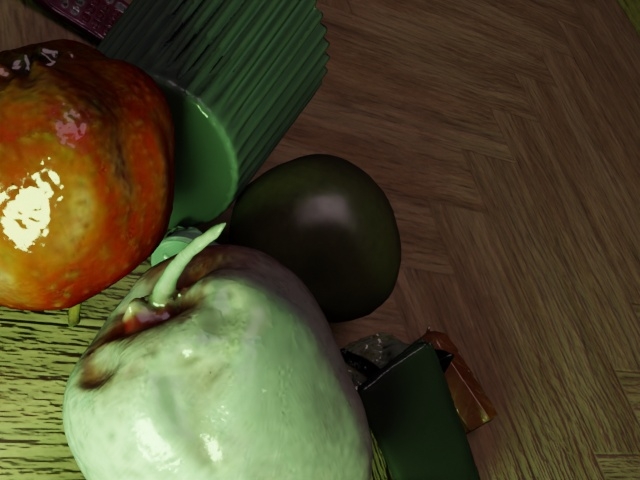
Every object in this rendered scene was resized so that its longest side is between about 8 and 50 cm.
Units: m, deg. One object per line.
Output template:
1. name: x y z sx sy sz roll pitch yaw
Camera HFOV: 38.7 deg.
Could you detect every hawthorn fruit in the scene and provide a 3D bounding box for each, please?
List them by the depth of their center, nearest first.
1. hawthorn fruit: -0.287 -0.045 0.984 0.287 0.330 0.287 -1 28 1

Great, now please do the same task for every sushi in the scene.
1. sushi: 0.036 0.196 1.209 0.273 0.134 0.109 -19 54 -33

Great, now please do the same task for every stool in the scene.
1. stool: -0.173 -0.212 1.257 0.297 0.297 0.330 36 43 -10

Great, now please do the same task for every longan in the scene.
1. longan: 0.000 0.000 1.260 0.246 0.215 0.246 5 60 -8

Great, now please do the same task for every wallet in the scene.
1. wallet: 0.132 0.258 1.169 0.124 0.025 0.244 -33 114 -28

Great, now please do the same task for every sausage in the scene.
1. sausage: 0.195 0.204 1.364 0.065 0.065 0.169 -13 65 -47

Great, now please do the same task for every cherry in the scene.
1. cherry: -0.104 0.173 0.954 0.335 0.291 0.326 64 23 2

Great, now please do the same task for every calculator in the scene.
1. calculator: -0.378 -0.373 1.419 0.190 0.034 0.127 34 38 -21

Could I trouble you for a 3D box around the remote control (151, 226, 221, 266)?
1. remote control: -0.110 0.078 1.180 0.247 0.104 0.052 40 39 -6
